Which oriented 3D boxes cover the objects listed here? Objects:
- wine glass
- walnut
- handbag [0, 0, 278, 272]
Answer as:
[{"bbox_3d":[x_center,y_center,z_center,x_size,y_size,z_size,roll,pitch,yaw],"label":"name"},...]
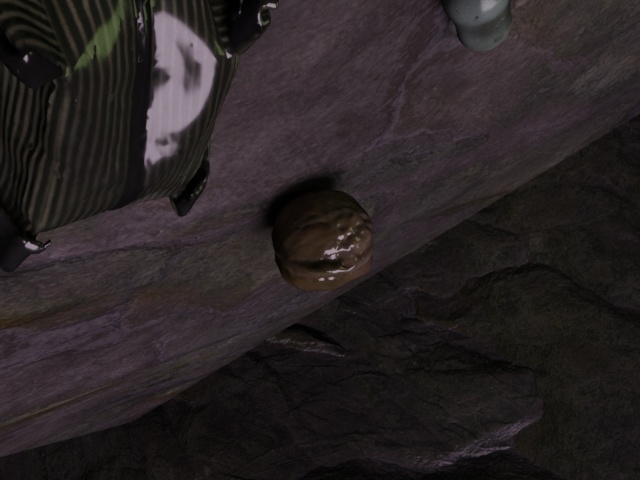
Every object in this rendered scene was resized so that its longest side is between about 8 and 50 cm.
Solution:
[{"bbox_3d":[0.225,-0.356,0.737,0.103,0.103,0.231,-35,165,17],"label":"wine glass"},{"bbox_3d":[0.001,0.002,1.189,0.249,0.248,0.248,-27,163,-9],"label":"walnut"},{"bbox_3d":[-0.201,-0.147,0.396,0.247,0.240,0.340,-22,161,-39],"label":"handbag"}]
